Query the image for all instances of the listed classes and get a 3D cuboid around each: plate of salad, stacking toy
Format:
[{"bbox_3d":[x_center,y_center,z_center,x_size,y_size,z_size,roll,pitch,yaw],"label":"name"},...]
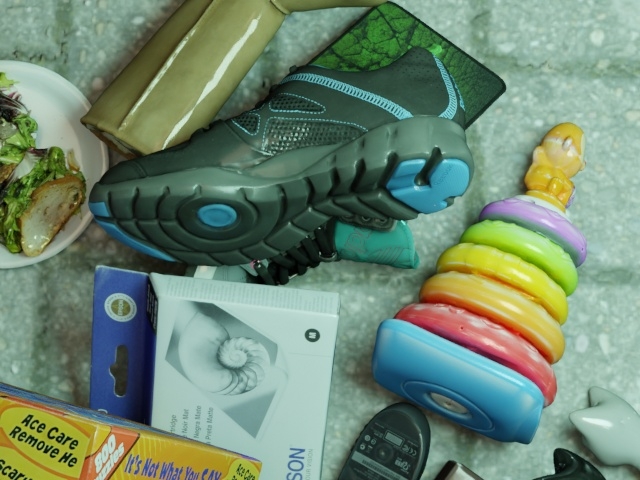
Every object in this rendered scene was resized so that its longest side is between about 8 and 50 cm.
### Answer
[{"bbox_3d":[-0.300,-0.073,1.819,0.200,0.048,0.199,0,85,1],"label":"plate of salad"},{"bbox_3d":[0.179,0.022,1.772,0.166,0.175,0.302,24,71,8],"label":"stacking toy"}]

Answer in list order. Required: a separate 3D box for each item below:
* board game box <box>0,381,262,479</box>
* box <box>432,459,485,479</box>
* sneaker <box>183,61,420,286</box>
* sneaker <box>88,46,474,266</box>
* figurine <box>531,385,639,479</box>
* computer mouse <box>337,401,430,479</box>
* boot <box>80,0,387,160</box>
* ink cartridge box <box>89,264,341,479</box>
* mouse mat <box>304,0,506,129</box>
[{"bbox_3d":[-0.311,0.292,1.584,0.356,0.356,0.356,14,84,20],"label":"board game box"},{"bbox_3d":[0.150,0.321,1.718,0.203,0.167,0.168,36,86,4],"label":"box"},{"bbox_3d":[0.000,0.000,1.778,0.178,0.124,0.295,28,84,12],"label":"sneaker"},{"bbox_3d":[-0.036,-0.072,1.686,0.341,0.125,0.139,-10,56,10],"label":"sneaker"},{"bbox_3d":[0.299,0.229,1.724,0.209,0.215,0.092,33,120,6],"label":"figurine"},{"bbox_3d":[0.033,0.261,1.793,0.071,0.041,0.242,30,92,19],"label":"computer mouse"},{"bbox_3d":[-0.069,-0.172,1.755,0.269,0.236,0.089,-52,124,-10],"label":"boot"},{"bbox_3d":[-0.102,0.137,1.744,0.224,0.045,0.223,6,119,2],"label":"ink cartridge box"},{"bbox_3d":[0.065,-0.137,1.776,0.153,0.007,0.190,37,55,14],"label":"mouse mat"}]
